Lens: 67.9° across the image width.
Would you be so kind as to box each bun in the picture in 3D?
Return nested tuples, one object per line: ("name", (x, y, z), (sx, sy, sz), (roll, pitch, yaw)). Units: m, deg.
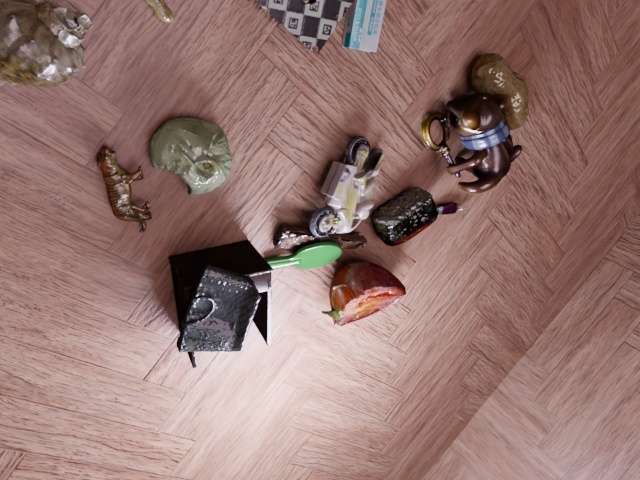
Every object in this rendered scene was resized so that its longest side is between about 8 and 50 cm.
("bun", (-0.322, -0.207, 1.211), (0.212, 0.126, 0.204), (4, 110, -32))

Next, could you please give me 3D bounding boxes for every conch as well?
("conch", (-0.597, -0.390, 0.926), (0.291, 0.159, 0.210), (-31, 128, -11))

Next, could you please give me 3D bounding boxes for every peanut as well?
("peanut", (-0.365, -0.529, 1.071), (0.037, 0.037, 0.083), (-41, 124, -6))
("peanut", (0.611, -0.510, 1.606), (0.291, 0.143, 0.159), (40, 59, -33))

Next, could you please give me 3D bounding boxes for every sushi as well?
("sushi", (0.288, -0.084, 1.639), (0.225, 0.136, 0.126), (-35, 125, -2))
("sushi", (-0.042, -0.658, 1.182), (0.290, 0.050, 0.264), (25, 107, -38))

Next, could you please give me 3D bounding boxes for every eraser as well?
("eraser", (0.126, -0.636, 1.297), (0.095, 0.052, 0.225), (-3, 117, -27))

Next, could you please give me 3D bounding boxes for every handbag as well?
("handbag", (-0.266, 0.189, 1.244), (0.175, 0.088, 0.270), (12, 111, -28))

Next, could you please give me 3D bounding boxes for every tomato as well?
("tomato", (0.145, 0.162, 1.664), (0.309, 0.170, 0.309), (-22, 160, -9))

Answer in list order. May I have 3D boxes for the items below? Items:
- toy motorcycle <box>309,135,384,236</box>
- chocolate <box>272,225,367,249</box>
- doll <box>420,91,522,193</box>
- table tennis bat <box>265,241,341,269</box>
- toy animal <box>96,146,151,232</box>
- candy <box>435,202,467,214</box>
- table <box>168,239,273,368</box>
("toy motorcycle", (0.098, -0.149, 1.499), (0.223, 0.108, 0.340), (24, 92, -46))
("chocolate", (0.000, -0.007, 1.547), (0.329, 0.065, 0.102), (4, 148, -31))
("doll", (0.522, -0.333, 1.599), (0.318, 0.209, 0.340), (-34, 125, -8))
("table tennis bat", (-0.054, 0.057, 1.541), (0.257, 0.039, 0.160), (-10, 152, -15))
("toy animal", (-0.492, -0.124, 1.202), (0.099, 0.057, 0.241), (-11, 122, -18))
("candy", (0.476, -0.119, 1.788), (0.175, 0.045, 0.043), (-6, 105, -29))
("table", (-0.287, 0.182, 1.395), (0.250, 0.196, 0.282), (-12, 121, -27))
